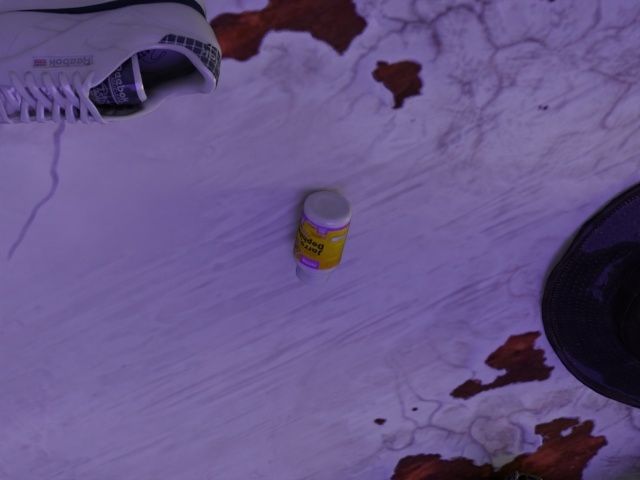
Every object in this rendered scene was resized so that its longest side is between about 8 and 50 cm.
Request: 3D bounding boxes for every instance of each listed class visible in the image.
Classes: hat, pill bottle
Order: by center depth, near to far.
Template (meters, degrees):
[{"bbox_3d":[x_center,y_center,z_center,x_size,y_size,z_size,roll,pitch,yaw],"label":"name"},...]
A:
[{"bbox_3d":[0.000,0.000,1.332,0.043,0.043,0.083,-3,133,-17],"label":"pill bottle"},{"bbox_3d":[0.382,0.094,1.461,0.331,0.134,0.331,-1,130,-2],"label":"hat"}]

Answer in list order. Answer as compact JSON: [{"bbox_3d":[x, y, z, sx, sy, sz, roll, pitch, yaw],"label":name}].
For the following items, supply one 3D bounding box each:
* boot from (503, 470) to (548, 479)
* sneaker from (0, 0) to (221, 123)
[{"bbox_3d":[0.152,0.331,1.688,0.263,0.091,0.229,15,126,-44],"label":"boot"},{"bbox_3d":[-0.190,-0.123,1.109,0.235,0.095,0.090,-15,138,-3],"label":"sneaker"}]
